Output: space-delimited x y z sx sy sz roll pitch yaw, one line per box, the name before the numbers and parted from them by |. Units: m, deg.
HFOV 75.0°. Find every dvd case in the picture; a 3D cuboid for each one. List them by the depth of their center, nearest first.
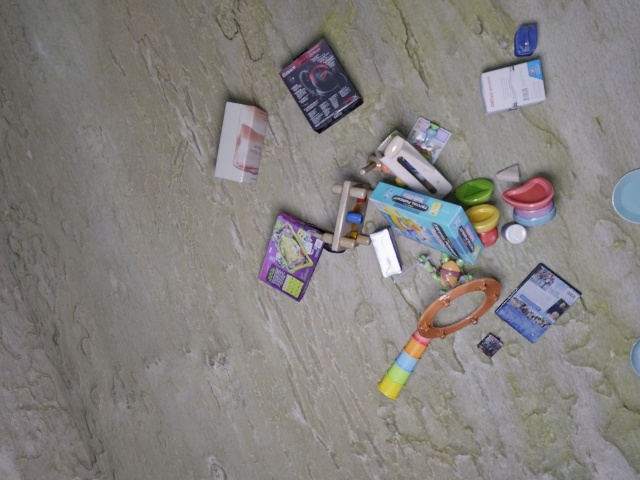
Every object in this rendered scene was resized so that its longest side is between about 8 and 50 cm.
dvd case | 0.804 0.234 1.550 0.180 0.022 0.253 39 103 8

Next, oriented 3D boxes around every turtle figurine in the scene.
turtle figurine | 0.459 0.082 1.508 0.274 0.198 0.266 20 84 -24

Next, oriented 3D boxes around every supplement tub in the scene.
supplement tub | 0.695 -0.028 1.503 0.071 0.107 0.071 1 96 13

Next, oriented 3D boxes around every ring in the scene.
ring | 0.500 0.256 1.490 0.336 0.336 0.032 -39 50 14

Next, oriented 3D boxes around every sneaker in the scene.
sneaker | 0.000 0.000 1.664 0.216 0.121 0.079 27 102 9

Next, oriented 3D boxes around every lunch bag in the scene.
lunch bag | 0.715 -0.697 1.449 0.067 0.065 0.099 -3 96 13

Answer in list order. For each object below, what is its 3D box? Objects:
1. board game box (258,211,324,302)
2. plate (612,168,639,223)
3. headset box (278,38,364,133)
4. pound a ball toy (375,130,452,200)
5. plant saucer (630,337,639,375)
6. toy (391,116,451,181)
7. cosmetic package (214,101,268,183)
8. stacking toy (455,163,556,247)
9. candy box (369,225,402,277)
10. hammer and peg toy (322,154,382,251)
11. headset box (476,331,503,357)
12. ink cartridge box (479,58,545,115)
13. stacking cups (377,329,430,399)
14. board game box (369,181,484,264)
board game box | -0.117 0.074 1.666 0.208 0.056 0.347 27 127 5
plate | 1.107 -0.152 1.436 0.188 0.024 0.188 2 97 14
headset box | -0.003 -0.600 1.606 0.218 0.110 0.293 -33 88 14
pound a ball toy | 0.311 -0.242 1.456 0.319 0.208 0.136 37 111 -22
plant saucer | 1.194 0.406 1.468 0.194 0.037 0.195 2 97 13
toy | 0.372 -0.331 1.574 0.136 0.056 0.237 31 102 10
cosmetic package | -0.317 -0.388 1.683 0.129 0.153 0.296 14 100 12
stacking toy | 0.638 -0.115 1.469 0.308 0.280 0.130 -21 124 11
candy box | 0.251 0.036 1.569 0.070 0.196 0.165 -19 92 14
hammer and peg toy | 0.125 -0.145 1.546 0.127 0.266 0.362 14 100 22
headset box | 0.653 0.399 1.598 0.062 0.032 0.083 41 105 6
ink cartridge box | 0.671 -0.534 1.468 0.190 0.082 0.140 -9 93 15
stacking cups | 0.339 0.470 1.651 0.096 0.096 0.316 28 100 9
board game box | 0.358 -0.062 1.425 0.336 0.254 0.079 28 79 46
